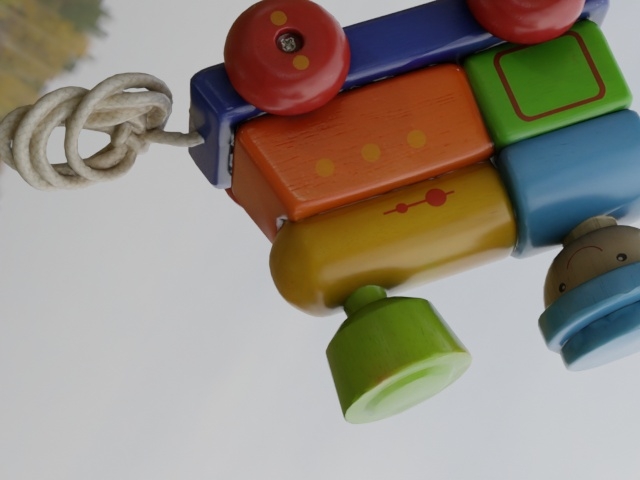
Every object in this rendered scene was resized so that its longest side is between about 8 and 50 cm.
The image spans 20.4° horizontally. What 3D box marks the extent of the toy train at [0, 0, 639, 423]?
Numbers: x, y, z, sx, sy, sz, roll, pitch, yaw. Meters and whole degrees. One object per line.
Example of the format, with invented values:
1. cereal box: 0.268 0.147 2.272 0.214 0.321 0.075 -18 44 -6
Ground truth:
1. toy train: 0.000 0.000 0.608 0.248 0.143 0.105 -18 159 -12
